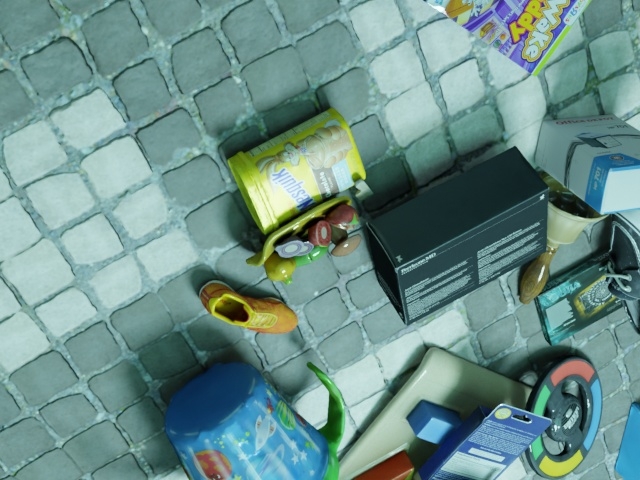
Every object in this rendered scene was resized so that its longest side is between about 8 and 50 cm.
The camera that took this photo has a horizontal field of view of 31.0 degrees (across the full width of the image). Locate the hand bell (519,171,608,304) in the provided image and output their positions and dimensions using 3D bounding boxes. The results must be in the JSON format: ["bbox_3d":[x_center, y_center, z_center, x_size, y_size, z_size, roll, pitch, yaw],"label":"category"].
[{"bbox_3d":[0.375,0.015,1.901,0.126,0.126,0.242,-3,132,-24],"label":"hand bell"}]

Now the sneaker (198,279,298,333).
[{"bbox_3d":[-0.106,0.114,1.744,0.175,0.067,0.064,18,109,-34],"label":"sneaker"}]

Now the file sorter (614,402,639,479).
[{"bbox_3d":[0.670,0.411,2.263,0.104,0.118,0.170,-9,123,-23],"label":"file sorter"}]

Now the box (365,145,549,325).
[{"bbox_3d":[0.214,-0.005,1.766,0.261,0.103,0.184,-27,150,-8],"label":"box"}]

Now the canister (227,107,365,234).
[{"bbox_3d":[-0.031,-0.100,1.641,0.170,0.073,0.126,-29,128,-8],"label":"canister"}]

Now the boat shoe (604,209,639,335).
[{"bbox_3d":[0.533,0.055,1.954,0.102,0.108,0.301,-37,135,-5],"label":"boat shoe"}]

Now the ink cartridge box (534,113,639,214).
[{"bbox_3d":[0.441,-0.121,1.775,0.139,0.191,0.082,-8,121,-21],"label":"ink cartridge box"}]

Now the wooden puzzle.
[{"bbox_3d":[0.215,0.384,2.055,0.322,0.080,0.348,25,107,-34],"label":"wooden puzzle"}]

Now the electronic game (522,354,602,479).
[{"bbox_3d":[0.441,0.321,2.093,0.229,0.048,0.229,-10,105,-41],"label":"electronic game"}]

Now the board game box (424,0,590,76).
[{"bbox_3d":[0.307,-0.432,1.589,0.233,0.078,0.347,25,107,-35],"label":"board game box"}]

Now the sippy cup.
[{"bbox_3d":[-0.120,0.316,1.780,0.240,0.305,0.224,-8,124,34],"label":"sippy cup"}]

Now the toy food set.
[{"bbox_3d":[0.000,0.000,1.681,0.218,0.071,0.128,-32,168,-3],"label":"toy food set"}]

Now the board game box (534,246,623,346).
[{"bbox_3d":[0.466,0.094,2.024,0.186,0.026,0.126,-28,126,-7],"label":"board game box"}]

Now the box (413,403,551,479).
[{"bbox_3d":[0.280,0.358,1.986,0.136,0.036,0.225,22,120,-34],"label":"box"}]
